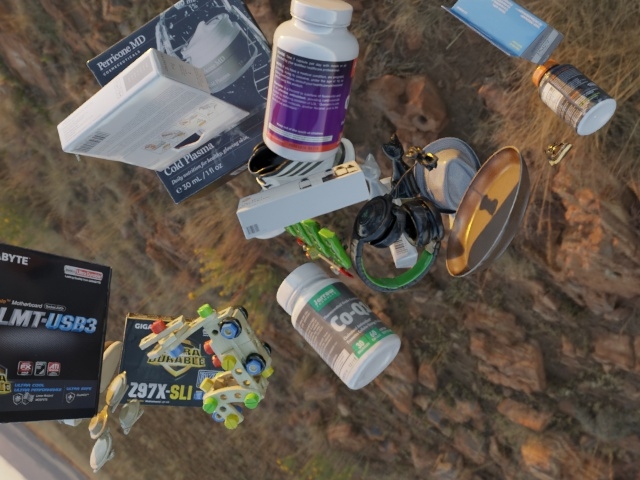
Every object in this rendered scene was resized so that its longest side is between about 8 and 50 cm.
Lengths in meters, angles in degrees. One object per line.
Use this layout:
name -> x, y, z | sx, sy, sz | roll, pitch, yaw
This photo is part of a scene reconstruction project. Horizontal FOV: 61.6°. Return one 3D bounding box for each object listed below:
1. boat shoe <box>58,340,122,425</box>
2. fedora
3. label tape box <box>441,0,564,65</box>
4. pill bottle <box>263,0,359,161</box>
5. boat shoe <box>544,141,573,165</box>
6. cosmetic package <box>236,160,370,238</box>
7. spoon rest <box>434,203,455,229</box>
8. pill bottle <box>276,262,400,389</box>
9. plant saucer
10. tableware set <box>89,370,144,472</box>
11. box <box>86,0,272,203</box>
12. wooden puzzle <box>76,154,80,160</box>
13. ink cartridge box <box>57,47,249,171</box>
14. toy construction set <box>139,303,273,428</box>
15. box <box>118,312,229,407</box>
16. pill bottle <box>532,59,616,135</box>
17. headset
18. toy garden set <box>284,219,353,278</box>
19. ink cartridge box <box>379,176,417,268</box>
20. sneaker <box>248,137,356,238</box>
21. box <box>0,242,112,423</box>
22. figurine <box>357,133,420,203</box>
boat shoe -> -0.537, 0.304, 1.215 | 0.096, 0.324, 0.117 | 13, 101, -6
fedora -> 0.462, -0.212, 1.864 | 0.124, 0.243, 0.276 | -117, 9, -72
label tape box -> 0.511, -0.601, 1.474 | 0.240, 0.333, 0.106 | 45, 122, 18
pill bottle -> -0.021, -0.345, 1.159 | 0.181, 0.181, 0.323 | 28, 128, 21
boat shoe -> 0.631, -0.237, 1.440 | 0.049, 0.056, 0.152 | 43, -177, 10
cosmetic package -> -0.034, -0.080, 1.008 | 0.099, 0.239, 0.061 | -104, -5, -72
spoon rest -> 0.495, -0.066, 2.008 | 0.276, 0.137, 0.084 | 31, 112, -19
pill bottle -> 0.045, 0.243, 1.588 | 0.361, 0.204, 0.204 | 43, 150, 27
plant saucer -> 0.373, -0.057, 1.191 | 0.050, 0.311, 0.311 | 21, 146, -6
tableware set -> -0.396, 0.340, 1.020 | 0.020, 0.141, 0.168 | 35, 179, -35
box -> -0.332, -0.437, 1.634 | 0.472, 0.479, 0.297 | 58, -174, -5
wooden puzzle -> -0.621, -0.233, 1.363 | 0.083, 0.006, 0.049 | 133, 121, -69
ink cartridge box -> -0.344, -0.255, 1.124 | 0.296, 0.261, 0.066 | -25, 75, 26
toy construction set -> -0.232, 0.265, 1.192 | 0.215, 0.151, 0.328 | -26, 120, 16
box -> -0.433, 0.362, 1.615 | 0.321, 0.257, 0.079 | 9, -178, -18
pill bottle -> 0.744, -0.437, 1.601 | 0.130, 0.130, 0.246 | 97, 151, -51
headset -> 0.215, -0.041, 1.363 | 0.185, 0.243, 0.394 | -132, 45, -61
toy garden set -> 0.000, 0.000, 1.289 | 0.244, 0.049, 0.204 | 32, 160, 44
ink cartridge box -> 0.285, -0.039, 2.087 | 0.385, 0.091, 0.308 | 63, -170, -75
sneaker -> -0.139, -0.165, 1.494 | 0.447, 0.257, 0.169 | -37, 58, 34
box -> -0.517, 0.163, 0.936 | 0.073, 0.294, 0.295 | -8, 162, 29
figurine -> 0.207, -0.198, 1.685 | 0.092, 0.215, 0.210 | 8, 130, 45
